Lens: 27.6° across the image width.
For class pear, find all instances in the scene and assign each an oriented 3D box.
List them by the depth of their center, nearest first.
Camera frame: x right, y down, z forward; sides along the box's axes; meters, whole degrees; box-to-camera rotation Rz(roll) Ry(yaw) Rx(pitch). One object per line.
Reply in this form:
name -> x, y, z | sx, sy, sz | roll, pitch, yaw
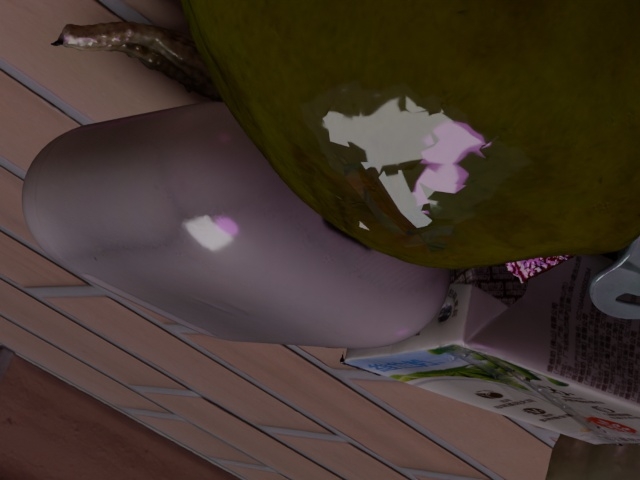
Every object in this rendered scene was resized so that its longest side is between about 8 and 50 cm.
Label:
pear -> 0.063, -0.120, 0.719 | 0.321, 0.269, 0.269 | 37, 160, 0

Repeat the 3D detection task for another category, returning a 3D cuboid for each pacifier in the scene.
pacifier -> 0.295, 0.038, 1.057 | 0.127, 0.116, 0.150 | 13, 136, -28

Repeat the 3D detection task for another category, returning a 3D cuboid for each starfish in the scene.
starfish -> -0.034, -0.111, 1.091 | 0.324, 0.082, 0.432 | 18, 168, 19

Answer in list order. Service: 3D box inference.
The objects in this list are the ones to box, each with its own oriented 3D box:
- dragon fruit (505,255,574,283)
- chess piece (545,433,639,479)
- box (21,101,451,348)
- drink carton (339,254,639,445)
dragon fruit -> 0.196, -0.055, 1.007 | 0.162, 0.083, 0.106 | -30, 112, 27
chess piece -> 0.487, 0.310, 1.438 | 0.442, 0.234, 0.234 | -1, 149, 43
box -> -0.078, -0.007, 1.106 | 0.289, 0.141, 0.349 | 28, 163, -32
drink carton -> 0.211, 0.091, 1.205 | 0.325, 0.132, 0.194 | 20, 161, -27
